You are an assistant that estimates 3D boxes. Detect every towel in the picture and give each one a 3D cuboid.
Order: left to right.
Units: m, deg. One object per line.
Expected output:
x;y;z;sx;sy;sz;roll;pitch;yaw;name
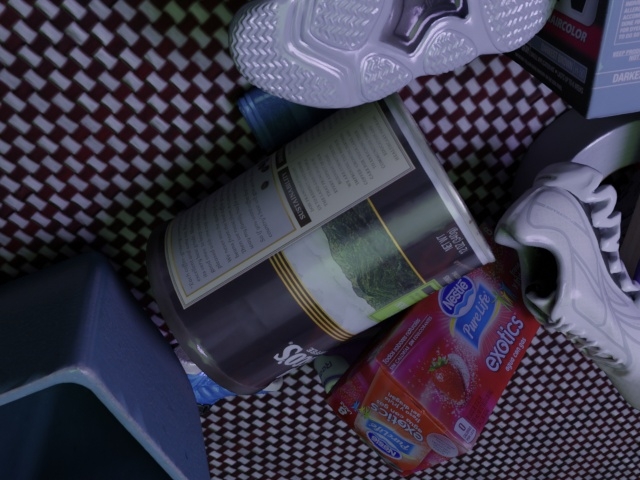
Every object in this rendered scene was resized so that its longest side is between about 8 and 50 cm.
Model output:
-0.020;-0.142;0.593;0.119;0.029;0.067;-23;127;5;towel

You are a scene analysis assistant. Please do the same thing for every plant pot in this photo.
-0.274;0.156;0.609;0.246;0.252;0.248;-21;126;2;plant pot

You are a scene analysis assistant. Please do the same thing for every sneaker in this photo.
-0.132;0.194;0.786;0.152;0.058;0.085;14;115;-16;sneaker
0.045;-0.194;0.488;0.268;0.153;0.101;-17;127;-12;sneaker
0.129;0.158;0.756;0.281;0.161;0.102;-3;126;-11;sneaker
0.276;0.069;0.612;0.118;0.110;0.292;-35;99;-22;sneaker

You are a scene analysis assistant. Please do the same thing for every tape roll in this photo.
0.347;-0.060;0.705;0.219;0.072;0.219;-6;126;-9;tape roll

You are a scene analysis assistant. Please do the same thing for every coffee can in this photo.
0.000;0.000;0.582;0.275;0.202;0.201;-31;125;13;coffee can

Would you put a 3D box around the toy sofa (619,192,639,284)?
0.420;-0.061;0.567;0.150;0.177;0.363;-8;127;-8;toy sofa

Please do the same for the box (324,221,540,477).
0.138;0.112;0.645;0.122;0.257;0.128;43;141;6;box

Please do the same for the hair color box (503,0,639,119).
0.232;-0.305;0.435;0.113;0.185;0.375;-9;126;-5;hair color box
